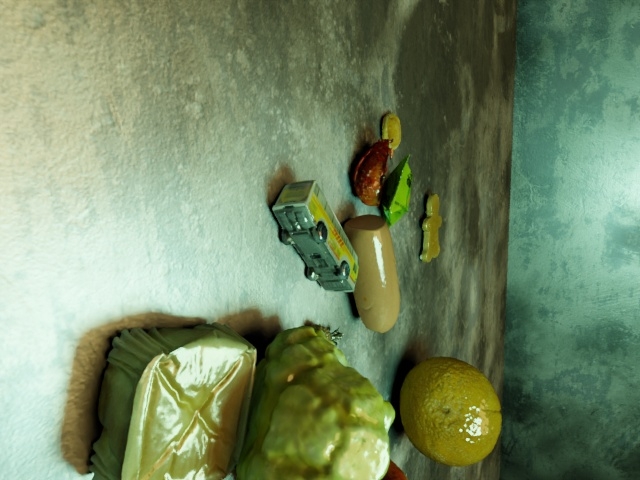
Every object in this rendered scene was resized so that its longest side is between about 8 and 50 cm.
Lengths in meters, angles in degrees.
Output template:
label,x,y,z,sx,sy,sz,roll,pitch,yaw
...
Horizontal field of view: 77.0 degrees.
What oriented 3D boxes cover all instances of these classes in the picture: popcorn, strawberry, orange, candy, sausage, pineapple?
label,x,y,z,sx,sy,sz,roll,pitch,yaw
popcorn,-0.031,0.318,0.667,0.292,0.294,0.334,-36,161,-12
strawberry,0.131,-0.173,1.013,0.121,0.082,0.188,77,25,-64
orange,0.410,0.542,1.296,0.357,0.321,0.322,60,45,-64
candy,0.199,-0.117,1.037,0.246,0.069,0.149,36,65,-78
sausage,0.130,0.088,0.997,0.121,0.121,0.305,-41,127,-45
pineapple,0.015,0.221,0.906,0.124,0.058,0.058,28,71,-53

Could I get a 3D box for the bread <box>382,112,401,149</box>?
label,x,y,z,sx,sy,sz,roll,pitch,yaw
bread,0.200,-0.305,1.131,0.110,0.024,0.110,-11,104,-54

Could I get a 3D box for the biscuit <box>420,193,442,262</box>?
label,x,y,z,sx,sy,sz,roll,pitch,yaw
biscuit,0.391,-0.047,1.429,0.158,0.035,0.241,-11,103,-57

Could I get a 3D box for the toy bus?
label,x,y,z,sx,sy,sz,roll,pitch,yaw
toy bus,0.000,0.000,0.832,0.268,0.092,0.106,58,39,-40

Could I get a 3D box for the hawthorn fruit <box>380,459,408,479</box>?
label,x,y,z,sx,sy,sz,roll,pitch,yaw
hawthorn fruit,0.063,0.572,0.835,0.295,0.294,0.311,-64,143,-27

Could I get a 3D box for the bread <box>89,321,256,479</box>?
label,x,y,z,sx,sy,sz,roll,pitch,yaw
bread,-0.197,0.223,0.555,0.192,0.109,0.210,9,87,-49
